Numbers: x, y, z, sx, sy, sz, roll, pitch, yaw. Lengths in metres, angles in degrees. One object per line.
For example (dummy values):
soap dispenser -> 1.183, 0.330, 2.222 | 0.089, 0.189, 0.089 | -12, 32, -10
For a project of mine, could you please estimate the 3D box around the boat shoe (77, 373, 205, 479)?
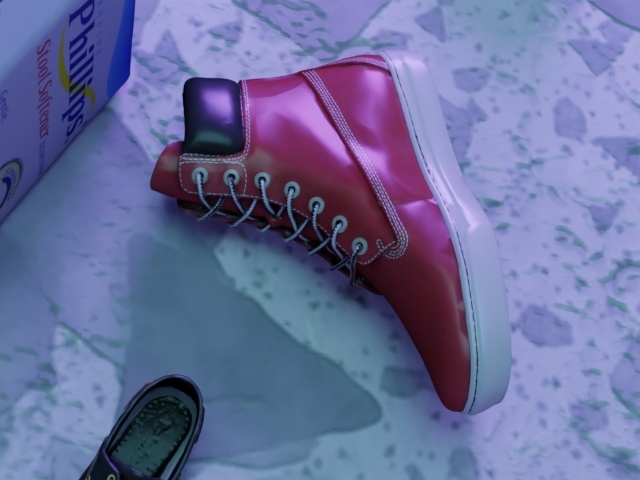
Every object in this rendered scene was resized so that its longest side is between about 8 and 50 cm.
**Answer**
boat shoe -> -0.102, 0.128, 0.722 | 0.049, 0.042, 0.133 | 28, 62, 2

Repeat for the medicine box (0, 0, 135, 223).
medicine box -> -0.285, -0.104, 0.749 | 0.263, 0.149, 0.289 | 32, 61, 6

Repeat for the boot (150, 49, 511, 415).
boot -> 0.000, 0.000, 0.789 | 0.176, 0.088, 0.244 | -8, 56, -15
